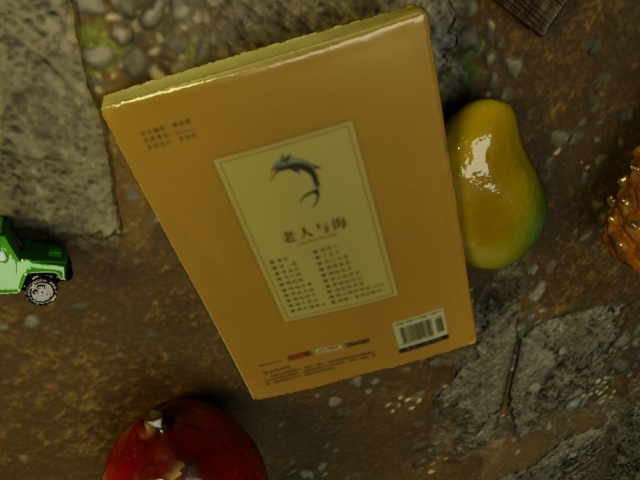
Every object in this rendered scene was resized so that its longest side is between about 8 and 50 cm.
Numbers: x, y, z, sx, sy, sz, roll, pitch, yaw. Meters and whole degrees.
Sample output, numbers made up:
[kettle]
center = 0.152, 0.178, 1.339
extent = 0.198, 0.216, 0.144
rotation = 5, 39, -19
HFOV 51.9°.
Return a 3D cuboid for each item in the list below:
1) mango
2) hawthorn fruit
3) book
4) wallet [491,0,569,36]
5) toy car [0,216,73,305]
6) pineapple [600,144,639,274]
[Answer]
[mango]
center = 0.161, -0.050, 0.671
extent = 0.122, 0.085, 0.191
rotation = -25, 121, 14
[hawthorn fruit]
center = -0.142, 0.243, 0.688
extent = 0.169, 0.169, 0.188
rotation = -14, 115, -15
[book]
center = 0.000, 0.000, 0.624
extent = 0.269, 0.032, 0.388
rotation = -14, 128, 3
[wallet]
center = 0.217, -0.299, 0.548
extent = 0.124, 0.042, 0.230
rotation = 19, 115, -35
[toy car]
center = -0.287, 0.017, 0.527
extent = 0.165, 0.071, 0.062
rotation = -2, 109, -22
[pineapple]
center = 0.421, -0.119, 0.697
extent = 0.169, 0.169, 0.340
rotation = 0, 115, -24
